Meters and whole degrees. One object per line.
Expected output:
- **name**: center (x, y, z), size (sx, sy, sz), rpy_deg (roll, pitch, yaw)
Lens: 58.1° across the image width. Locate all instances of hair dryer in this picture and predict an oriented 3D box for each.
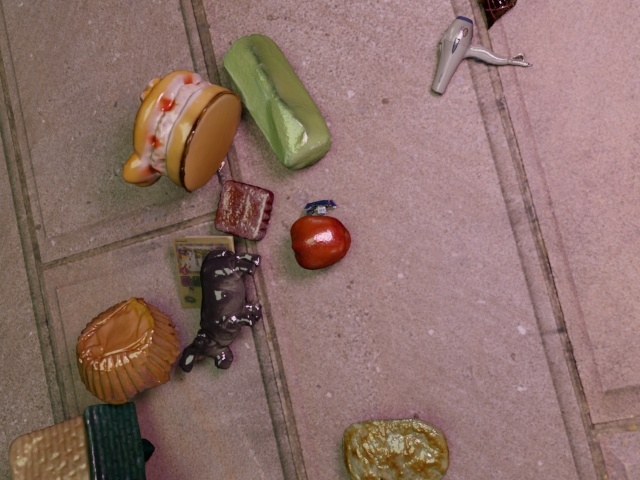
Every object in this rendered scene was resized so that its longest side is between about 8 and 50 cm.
- **hair dryer**: center (0.341, -0.379, 1.281), size (0.199, 0.067, 0.167), rpy_deg (34, 109, 1)

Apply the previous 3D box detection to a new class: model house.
- **model house**: center (-0.533, 0.626, 1.425), size (0.342, 0.334, 0.382), rpy_deg (-20, 67, -2)

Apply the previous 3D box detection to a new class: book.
- **book**: center (-0.288, 0.081, 1.463), size (0.168, 0.013, 0.192), rpy_deg (0, 104, 18)

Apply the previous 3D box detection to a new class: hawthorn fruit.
- **hawthorn fruit**: center (0.000, 0.000, 1.333), size (0.138, 0.133, 0.133), rpy_deg (-14, 85, 8)

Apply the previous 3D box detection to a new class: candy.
- **candy**: center (-0.101, -0.334, 1.374), size (0.132, 0.142, 0.343), rpy_deg (-38, 75, 30)

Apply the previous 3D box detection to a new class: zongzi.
- **zongzi**: center (0.377, -0.520, 1.261), size (0.083, 0.067, 0.073), rpy_deg (-40, 84, 31)

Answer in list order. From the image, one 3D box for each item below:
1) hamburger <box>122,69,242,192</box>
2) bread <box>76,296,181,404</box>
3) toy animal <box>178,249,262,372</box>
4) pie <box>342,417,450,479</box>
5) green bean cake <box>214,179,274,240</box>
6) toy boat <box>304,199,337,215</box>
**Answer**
- **hamburger**: center (-0.335, -0.249, 1.371), size (0.186, 0.261, 0.303), rpy_deg (23, 99, 9)
- **bread**: center (-0.499, 0.271, 1.452), size (0.274, 0.149, 0.274), rpy_deg (-8, 57, 12)
- **toy animal**: center (-0.238, 0.188, 1.407), size (0.168, 0.106, 0.343), rpy_deg (18, 106, 4)
- **pie**: center (0.168, 0.486, 1.292), size (0.248, 0.090, 0.201), rpy_deg (-9, 97, 18)
- **green bean cake**: center (-0.188, -0.074, 1.434), size (0.135, 0.056, 0.135), rpy_deg (16, 93, 17)
- **toy boat**: center (0.000, -0.076, 1.382), size (0.083, 0.038, 0.038), rpy_deg (-12, 85, 17)
